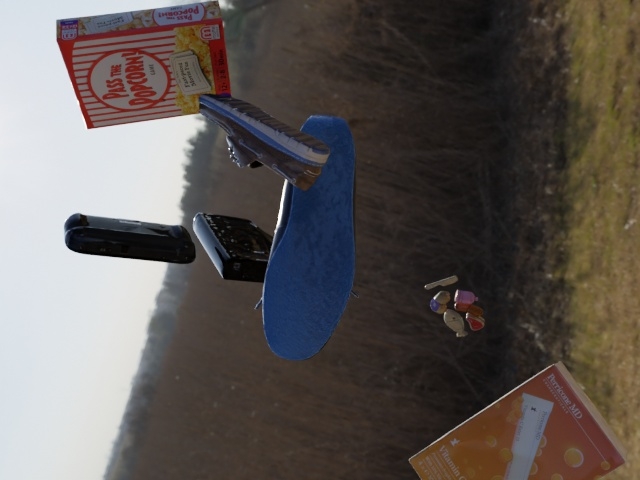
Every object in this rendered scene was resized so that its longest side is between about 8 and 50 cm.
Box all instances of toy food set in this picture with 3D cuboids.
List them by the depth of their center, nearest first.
[{"bbox_3d":[0.217,0.108,1.200,0.078,0.122,0.019,-22,33,32],"label":"toy food set"}]

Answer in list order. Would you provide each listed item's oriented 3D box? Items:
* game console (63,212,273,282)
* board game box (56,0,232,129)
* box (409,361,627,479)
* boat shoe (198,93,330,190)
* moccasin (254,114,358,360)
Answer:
[{"bbox_3d":[-0.228,0.001,1.247,0.213,0.362,0.043,-134,55,-60],"label":"game console"},{"bbox_3d":[-0.213,-0.217,0.962,0.146,0.194,0.045,89,169,-54],"label":"board game box"},{"bbox_3d":[0.386,0.420,1.503,0.345,0.215,0.168,-38,-19,13],"label":"box"},{"bbox_3d":[-0.079,-0.119,0.927,0.066,0.183,0.066,-18,-45,-60],"label":"boat shoe"},{"bbox_3d":[0.000,0.000,1.084,0.117,0.138,0.341,114,170,-82],"label":"moccasin"}]
